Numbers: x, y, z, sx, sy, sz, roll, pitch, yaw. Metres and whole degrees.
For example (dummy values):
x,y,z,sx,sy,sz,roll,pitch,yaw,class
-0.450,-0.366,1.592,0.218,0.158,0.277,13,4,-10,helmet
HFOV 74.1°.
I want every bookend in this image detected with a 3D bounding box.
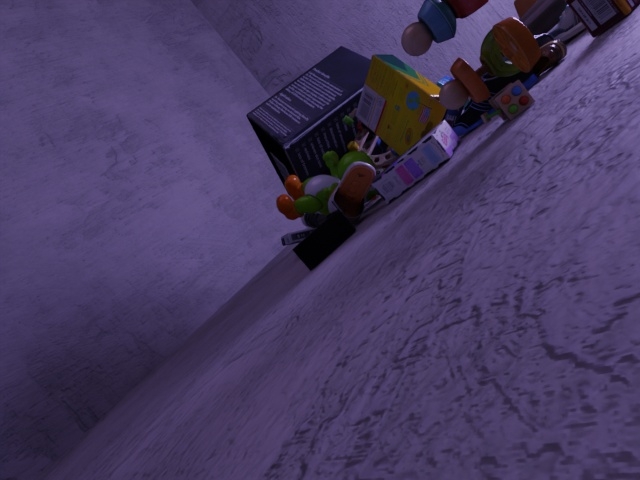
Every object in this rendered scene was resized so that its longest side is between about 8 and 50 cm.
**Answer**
x,y,z,sx,sy,sz,roll,pitch,yaw,class
0.000,0.000,1.130,0.156,0.072,0.157,-41,4,-7,bookend

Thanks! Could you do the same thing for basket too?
x,y,z,sx,sy,sz,roll,pitch,yaw,class
0.670,-0.642,1.329,0.227,0.154,0.204,-42,3,28,basket

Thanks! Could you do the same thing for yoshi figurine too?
x,y,z,sx,sy,sz,roll,pitch,yaw,class
0.034,-0.183,1.302,0.361,0.204,0.203,-10,1,27,yoshi figurine

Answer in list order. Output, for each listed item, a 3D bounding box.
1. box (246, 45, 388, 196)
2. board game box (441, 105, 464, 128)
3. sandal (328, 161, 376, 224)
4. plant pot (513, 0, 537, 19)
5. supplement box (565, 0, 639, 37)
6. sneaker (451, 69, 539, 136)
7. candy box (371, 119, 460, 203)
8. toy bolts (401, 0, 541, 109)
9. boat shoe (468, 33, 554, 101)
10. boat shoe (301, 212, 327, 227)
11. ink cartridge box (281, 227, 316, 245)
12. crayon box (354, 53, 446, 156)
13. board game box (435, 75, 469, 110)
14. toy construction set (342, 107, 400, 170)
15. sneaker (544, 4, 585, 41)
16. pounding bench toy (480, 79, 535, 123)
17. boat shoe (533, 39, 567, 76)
x,y,z,sx,sy,sz,roll,pitch,yaw,class
0.046,-0.397,1.683,0.471,0.297,0.480,-38,-37,-8,box
0.363,-0.359,1.251,0.243,0.042,0.165,-70,-3,-81,board game box
0.073,-0.106,1.143,0.265,0.101,0.076,109,179,-59,sandal
0.829,-0.836,1.487,0.290,0.204,0.291,-39,5,4,plant pot
0.624,-0.533,0.903,0.188,0.104,0.080,-42,5,-25,supplement box
0.410,-0.357,1.051,0.232,0.090,0.081,-36,6,40,sneaker
0.239,-0.196,1.057,0.196,0.070,0.165,-38,5,37,candy box
0.264,-0.355,0.793,0.158,0.228,0.218,-38,13,18,toy bolts
0.530,-0.475,1.170,0.301,0.108,0.102,-36,3,-17,boat shoe
0.074,-0.121,1.529,0.302,0.115,0.091,-33,27,-26,boat shoe
-0.036,-0.025,1.619,0.208,0.045,0.206,-14,-1,-13,ink cartridge box
0.240,-0.370,1.217,0.081,0.319,0.202,-14,-40,-30,crayon box
0.513,-0.548,1.581,0.210,0.160,0.047,-48,-12,-54,board game box
0.175,-0.262,1.509,0.237,0.257,0.308,-52,-18,10,toy construction set
0.715,-0.648,1.129,0.110,0.122,0.283,-43,5,-34,sneaker
0.353,-0.257,0.815,0.083,0.052,0.065,-39,5,17,pounding bench toy
0.508,-0.422,1.039,0.060,0.064,0.178,-41,8,-19,boat shoe
